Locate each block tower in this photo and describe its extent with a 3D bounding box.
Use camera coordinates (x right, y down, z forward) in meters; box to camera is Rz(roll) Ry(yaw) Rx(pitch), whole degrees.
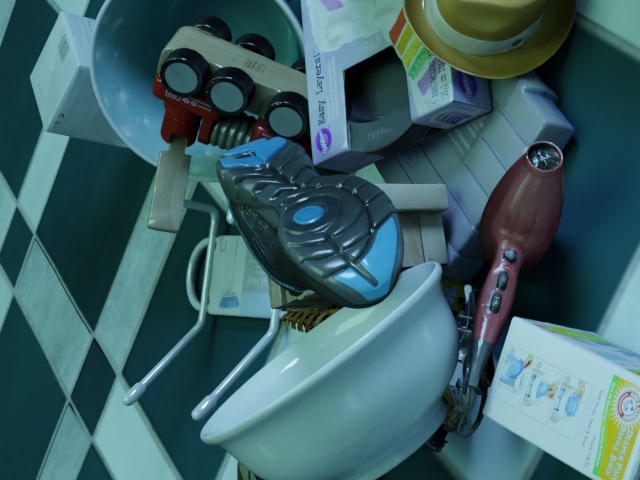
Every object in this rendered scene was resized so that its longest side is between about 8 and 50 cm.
[{"bbox_3d":[0.034,0.015,1.609,0.335,0.091,0.097,152,113,-63],"label":"block tower"}]

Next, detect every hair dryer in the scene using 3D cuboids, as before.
[{"bbox_3d":[0.195,0.038,1.377,0.223,0.080,0.294,-82,3,-71],"label":"hair dryer"}]

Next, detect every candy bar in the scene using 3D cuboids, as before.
[{"bbox_3d":[0.117,0.052,1.605,0.161,0.018,0.040,14,96,56],"label":"candy bar"}]

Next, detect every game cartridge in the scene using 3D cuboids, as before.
[{"bbox_3d":[0.146,-0.152,1.586,0.230,0.068,0.355,-54,41,26],"label":"game cartridge"}]

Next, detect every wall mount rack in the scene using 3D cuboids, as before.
[{"bbox_3d":[-0.151,0.091,1.887,0.350,0.130,0.304,-1,80,57],"label":"wall mount rack"}]

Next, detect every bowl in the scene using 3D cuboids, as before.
[{"bbox_3d":[-0.144,-0.252,1.869,0.311,0.311,0.163,-58,4,28],"label":"bowl"},{"bbox_3d":[0.035,0.159,1.383,0.134,0.298,0.298,54,137,-3],"label":"bowl"}]

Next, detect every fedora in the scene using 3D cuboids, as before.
[{"bbox_3d":[0.185,-0.266,1.437,0.079,0.194,0.194,115,155,-72],"label":"fedora"}]

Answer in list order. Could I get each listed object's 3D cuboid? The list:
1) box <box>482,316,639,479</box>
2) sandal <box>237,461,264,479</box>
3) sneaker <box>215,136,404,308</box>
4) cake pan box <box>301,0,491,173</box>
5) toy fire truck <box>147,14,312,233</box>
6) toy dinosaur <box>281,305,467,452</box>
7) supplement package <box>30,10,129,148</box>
[{"bbox_3d":[0.266,0.156,1.269,0.203,0.114,0.103,27,102,56],"label":"box"},{"bbox_3d":[0.004,0.327,1.643,0.303,0.086,0.120,30,118,37],"label":"sandal"},{"bbox_3d":[0.000,0.000,1.475,0.341,0.125,0.140,45,154,57],"label":"sneaker"},{"bbox_3d":[0.080,-0.227,1.576,0.245,0.070,0.267,-21,67,50],"label":"cake pan box"},{"bbox_3d":[-0.123,-0.127,1.763,0.158,0.217,0.246,-66,-1,-49],"label":"toy fire truck"},{"bbox_3d":[0.051,0.168,1.598,0.218,0.164,0.322,-59,18,4],"label":"toy dinosaur"},{"bbox_3d":[-0.297,-0.234,2.091,0.134,0.244,0.139,-56,41,32],"label":"supplement package"}]
